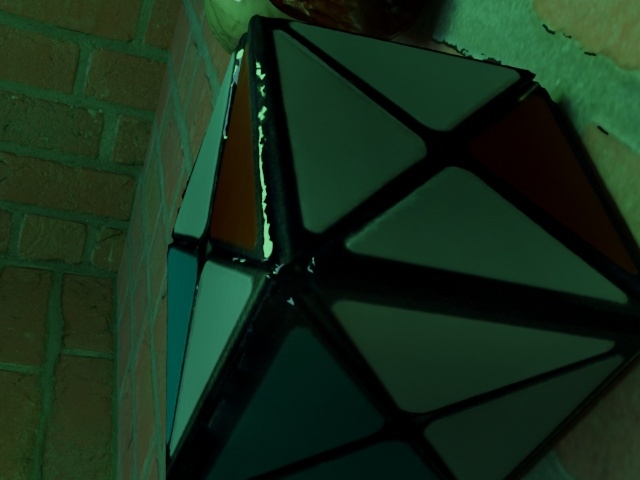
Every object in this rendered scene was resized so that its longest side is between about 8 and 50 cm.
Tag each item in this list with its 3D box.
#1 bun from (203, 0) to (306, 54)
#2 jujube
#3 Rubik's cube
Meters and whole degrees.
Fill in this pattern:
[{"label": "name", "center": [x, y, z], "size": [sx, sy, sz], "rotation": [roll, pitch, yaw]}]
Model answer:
[{"label": "bun", "center": [-0.079, -0.432, 1.226], "size": [0.361, 0.213, 0.360], "rotation": [-168, 90, -69]}, {"label": "jujube", "center": [0.022, -0.312, 0.920], "size": [0.255, 0.190, 0.190], "rotation": [53, 132, 48]}, {"label": "Rubik's cube", "center": [0.037, 0.025, 0.589], "size": [0.250, 0.249, 0.246], "rotation": [-99, 26, -43]}]
